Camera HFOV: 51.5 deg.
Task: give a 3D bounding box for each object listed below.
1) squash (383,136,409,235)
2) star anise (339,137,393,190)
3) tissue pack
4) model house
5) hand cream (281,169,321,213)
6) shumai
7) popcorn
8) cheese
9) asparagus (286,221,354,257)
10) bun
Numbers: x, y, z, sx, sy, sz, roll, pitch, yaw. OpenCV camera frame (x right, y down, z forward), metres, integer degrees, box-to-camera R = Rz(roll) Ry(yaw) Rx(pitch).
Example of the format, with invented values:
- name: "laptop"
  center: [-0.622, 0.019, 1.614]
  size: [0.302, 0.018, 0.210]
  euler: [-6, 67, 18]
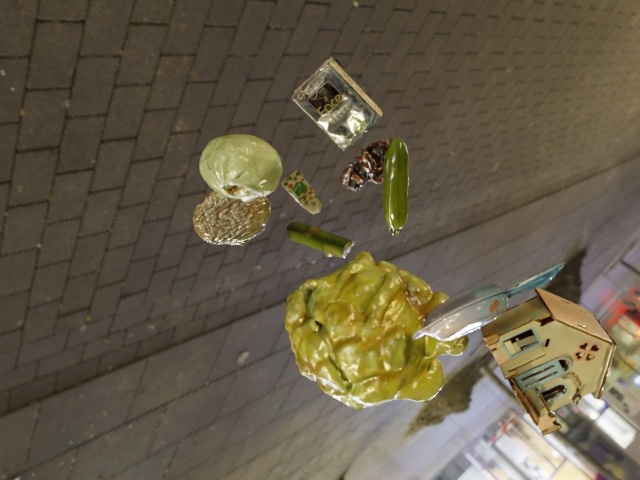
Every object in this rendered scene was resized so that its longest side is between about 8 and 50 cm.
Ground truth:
- name: "squash"
  center: [0.190, -0.130, 1.679]
  size: [0.069, 0.069, 0.258]
  euler: [-22, 117, -44]
- name: "star anise"
  center: [0.156, -0.237, 2.196]
  size: [0.190, 0.126, 0.220]
  euler: [-30, 178, -9]
- name: "tissue pack"
  center: [0.052, -0.410, 2.004]
  size: [0.173, 0.235, 0.073]
  euler: [-36, -162, 31]
- name: "model house"
  center: [0.528, 0.264, 1.480]
  size: [0.244, 0.169, 0.326]
  euler: [-30, 114, 10]
- name: "hand cream"
  center: [-0.043, -0.121, 1.746]
  size: [0.057, 0.037, 0.165]
  euler: [-41, 138, 0]
- name: "shumai"
  center: [-0.233, -0.067, 1.808]
  size: [0.209, 0.161, 0.153]
  euler: [-29, 176, 2]
- name: "popcorn"
  center: [0.084, 0.174, 1.269]
  size: [0.279, 0.335, 0.274]
  euler: [-14, 114, -26]
- name: "cheese"
  center: [0.253, 0.098, 1.016]
  size: [0.244, 0.052, 0.135]
  euler: [-24, 163, -1]
- name: "asparagus"
  center: [0.002, -0.001, 1.857]
  size: [0.060, 0.277, 0.067]
  euler: [4, 102, -39]
- name: "bun"
  center: [-0.186, -0.159, 1.562]
  size: [0.195, 0.118, 0.195]
  euler: [0, 151, 0]
